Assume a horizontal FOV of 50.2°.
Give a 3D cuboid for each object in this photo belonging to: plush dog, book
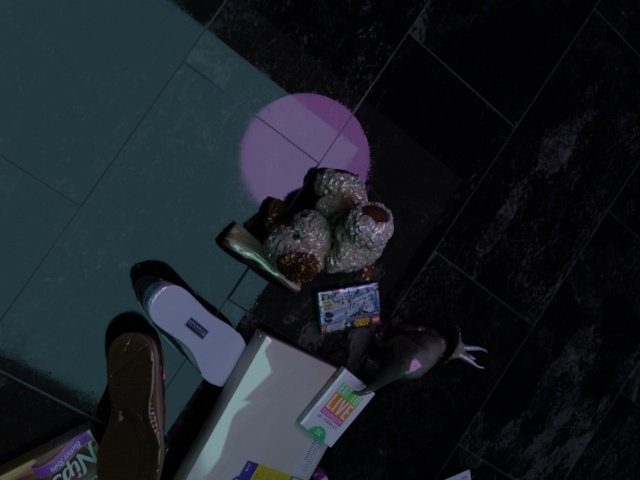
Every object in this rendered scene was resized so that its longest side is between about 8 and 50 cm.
[{"bbox_3d":[0.000,0.000,1.322,0.225,0.262,0.210,-10,122,-14],"label":"plush dog"},{"bbox_3d":[0.031,0.342,1.413,0.096,0.035,0.144,43,82,-26],"label":"book"}]

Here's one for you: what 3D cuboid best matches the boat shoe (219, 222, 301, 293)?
[{"bbox_3d":[-0.105,0.033,1.365,0.190,0.068,0.072,38,69,-21],"label":"boat shoe"}]

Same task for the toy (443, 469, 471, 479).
[{"bbox_3d":[0.245,0.621,1.574,0.237,0.056,0.136,-11,98,-22],"label":"toy"}]

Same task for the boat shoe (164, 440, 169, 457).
[{"bbox_3d":[-0.346,0.458,1.354,0.142,0.049,0.040,-59,149,2],"label":"boat shoe"}]

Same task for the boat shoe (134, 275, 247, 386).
[{"bbox_3d":[-0.249,0.173,1.317,0.108,0.102,0.301,-51,131,-13],"label":"boat shoe"}]

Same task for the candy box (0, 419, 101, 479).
[{"bbox_3d":[-0.499,0.437,1.295,0.187,0.053,0.109,-26,105,-12],"label":"candy box"}]

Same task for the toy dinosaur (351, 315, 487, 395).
[{"bbox_3d":[0.190,0.233,1.422,0.314,0.160,0.121,-12,98,-41],"label":"toy dinosaur"}]

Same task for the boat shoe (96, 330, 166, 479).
[{"bbox_3d":[-0.342,0.339,1.295,0.123,0.123,0.342,-1,89,6],"label":"boat shoe"}]

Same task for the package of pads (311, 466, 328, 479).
[{"bbox_3d":[0.008,0.538,1.483,0.032,0.050,0.083,-26,106,-14],"label":"package of pads"}]

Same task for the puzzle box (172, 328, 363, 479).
[{"bbox_3d":[-0.117,0.411,1.395,0.272,0.052,0.409,32,87,-32],"label":"puzzle box"}]

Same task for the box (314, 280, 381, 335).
[{"bbox_3d":[0.059,0.143,1.453,0.137,0.027,0.094,-8,99,-17],"label":"box"}]
